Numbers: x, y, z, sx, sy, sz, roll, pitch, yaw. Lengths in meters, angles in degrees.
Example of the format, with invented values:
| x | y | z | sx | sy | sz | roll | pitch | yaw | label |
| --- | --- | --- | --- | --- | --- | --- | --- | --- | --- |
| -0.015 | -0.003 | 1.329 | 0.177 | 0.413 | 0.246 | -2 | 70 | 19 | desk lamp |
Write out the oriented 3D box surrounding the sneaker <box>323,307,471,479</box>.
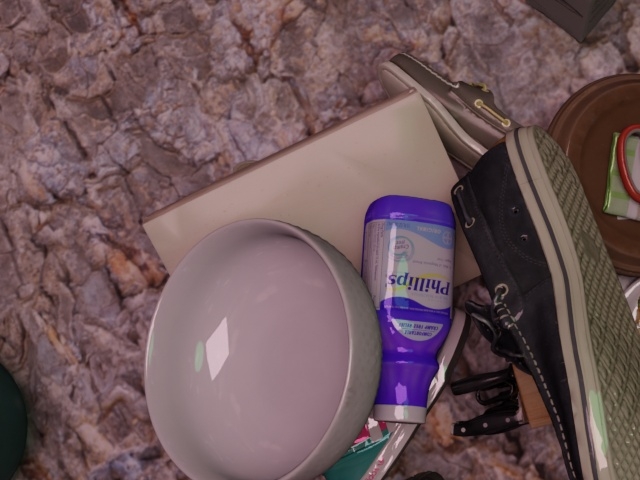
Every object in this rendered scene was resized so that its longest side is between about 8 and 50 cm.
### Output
| x | y | z | sx | sy | sz | roll | pitch | yaw | label |
| --- | --- | --- | --- | --- | --- | --- | --- | --- | --- |
| 0.059 | 0.184 | 1.479 | 0.178 | 0.124 | 0.295 | 33 | 89 | -2 | sneaker |

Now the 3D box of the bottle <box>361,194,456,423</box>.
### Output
| x | y | z | sx | sy | sz | roll | pitch | yaw | label |
| --- | --- | --- | --- | --- | --- | --- | --- | --- | --- |
| 0.107 | 0.088 | 1.391 | 0.118 | 0.092 | 0.282 | 8 | 78 | -16 | bottle |

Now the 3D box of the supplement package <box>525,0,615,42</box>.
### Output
| x | y | z | sx | sy | sz | roll | pitch | yaw | label |
| --- | --- | --- | --- | --- | --- | --- | --- | --- | --- |
| 0.350 | -0.361 | 1.484 | 0.105 | 0.179 | 0.105 | 41 | 89 | 12 | supplement package |

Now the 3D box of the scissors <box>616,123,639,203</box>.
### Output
| x | y | z | sx | sy | sz | roll | pitch | yaw | label |
| --- | --- | --- | --- | --- | --- | --- | --- | --- | --- |
| 0.448 | -0.006 | 1.411 | 0.109 | 0.021 | 0.297 | -8 | 87 | -11 | scissors |

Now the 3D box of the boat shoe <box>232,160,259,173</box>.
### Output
| x | y | z | sx | sy | sz | roll | pitch | yaw | label |
| --- | --- | --- | --- | --- | --- | --- | --- | --- | --- |
| -0.011 | -0.055 | 1.558 | 0.233 | 0.084 | 0.079 | 8 | 119 | 3 | boat shoe |

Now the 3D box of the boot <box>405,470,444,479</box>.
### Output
| x | y | z | sx | sy | sz | roll | pitch | yaw | label |
| --- | --- | --- | --- | --- | --- | --- | --- | --- | --- |
| 0.088 | 0.415 | 1.439 | 0.246 | 0.083 | 0.161 | -24 | 115 | 8 | boot |

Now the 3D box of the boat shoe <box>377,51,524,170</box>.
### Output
| x | y | z | sx | sy | sz | roll | pitch | yaw | label |
| --- | --- | --- | --- | --- | --- | --- | --- | --- | --- |
| 0.212 | -0.159 | 1.514 | 0.305 | 0.109 | 0.091 | 42 | 78 | 6 | boat shoe |

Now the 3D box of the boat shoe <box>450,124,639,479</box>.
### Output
| x | y | z | sx | sy | sz | roll | pitch | yaw | label |
| --- | --- | --- | --- | --- | --- | --- | --- | --- | --- |
| 0.266 | 0.092 | 1.294 | 0.156 | 0.187 | 0.500 | -30 | 53 | 27 | boat shoe |

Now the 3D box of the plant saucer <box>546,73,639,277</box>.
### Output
| x | y | z | sx | sy | sz | roll | pitch | yaw | label |
| --- | --- | --- | --- | --- | --- | --- | --- | --- | --- |
| 0.429 | -0.090 | 1.463 | 0.278 | 0.041 | 0.277 | 1 | 84 | -10 | plant saucer |

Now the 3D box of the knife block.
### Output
| x | y | z | sx | sy | sz | roll | pitch | yaw | label |
| --- | --- | --- | --- | --- | --- | --- | --- | --- | --- |
| 0.299 | 0.185 | 1.390 | 0.242 | 0.276 | 0.088 | -11 | 79 | -23 | knife block |

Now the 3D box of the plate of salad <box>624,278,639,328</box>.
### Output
| x | y | z | sx | sy | sz | roll | pitch | yaw | label |
| --- | --- | --- | --- | --- | --- | --- | --- | --- | --- |
| 0.485 | 0.131 | 1.462 | 0.200 | 0.048 | 0.199 | -1 | 82 | 7 | plate of salad |

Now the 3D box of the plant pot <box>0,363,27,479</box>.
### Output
| x | y | z | sx | sy | sz | roll | pitch | yaw | label |
| --- | --- | --- | --- | --- | --- | --- | --- | --- | --- |
| -0.538 | 0.260 | 1.498 | 0.293 | 0.235 | 0.293 | -1 | 81 | 8 | plant pot |

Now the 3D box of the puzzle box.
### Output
| x | y | z | sx | sy | sz | roll | pitch | yaw | label |
| --- | --- | --- | --- | --- | --- | --- | --- | --- | --- |
| 0.000 | 0.000 | 1.491 | 0.409 | 0.052 | 0.272 | -25 | 107 | 4 | puzzle box |

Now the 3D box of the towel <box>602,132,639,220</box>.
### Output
| x | y | z | sx | sy | sz | roll | pitch | yaw | label |
| --- | --- | --- | --- | --- | --- | --- | --- | --- | --- |
| 0.447 | -0.076 | 1.432 | 0.152 | 0.023 | 0.113 | 9 | 81 | -9 | towel |

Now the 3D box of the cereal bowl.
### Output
| x | y | z | sx | sy | sz | roll | pitch | yaw | label |
| --- | --- | --- | --- | --- | --- | --- | --- | --- | --- |
| -0.056 | 0.149 | 1.369 | 0.339 | 0.141 | 0.339 | -12 | 70 | 36 | cereal bowl |
